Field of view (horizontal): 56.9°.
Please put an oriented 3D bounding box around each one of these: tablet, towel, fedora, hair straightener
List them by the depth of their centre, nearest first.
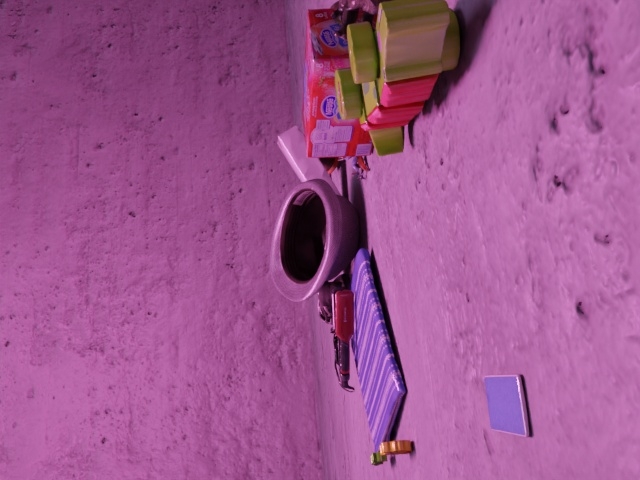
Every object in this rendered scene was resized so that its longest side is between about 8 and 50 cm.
[{"bbox_3d":[0.174,0.154,0.557,0.083,0.006,0.054,114,152,-75],"label":"tablet"},{"bbox_3d":[0.105,0.209,1.152,0.243,0.040,0.335,95,168,-45],"label":"towel"},{"bbox_3d":[0.051,0.210,1.258,0.089,0.047,0.230,-145,48,-79],"label":"hair straightener"},{"bbox_3d":[0.000,0.000,1.334,0.244,0.125,0.275,21,103,53],"label":"fedora"}]

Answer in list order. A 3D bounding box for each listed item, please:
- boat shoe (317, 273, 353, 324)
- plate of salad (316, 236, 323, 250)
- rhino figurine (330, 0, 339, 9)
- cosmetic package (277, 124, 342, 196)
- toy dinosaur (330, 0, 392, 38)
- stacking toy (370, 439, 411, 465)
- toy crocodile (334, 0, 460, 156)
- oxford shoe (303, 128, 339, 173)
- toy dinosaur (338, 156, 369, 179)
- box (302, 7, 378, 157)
[{"bbox_3d":[0.026,0.153,1.516,0.335,0.096,0.112,107,159,-72],"label":"boat shoe"},{"bbox_3d":[0.006,0.042,1.511,0.199,0.048,0.199,-55,-23,-38],"label":"plate of salad"},{"bbox_3d":[0.045,-0.381,1.175,0.243,0.073,0.106,105,157,-76],"label":"rhino figurine"},{"bbox_3d":[-0.022,-0.165,1.477,0.238,0.061,0.099,58,173,-2],"label":"cosmetic package"},{"bbox_3d":[0.074,-0.378,0.851,0.313,0.121,0.160,-93,18,-56],"label":"toy dinosaur"},{"bbox_3d":[0.125,0.436,0.994,0.221,0.052,0.166,95,172,-63],"label":"stacking toy"},{"bbox_3d":[0.087,-0.185,0.702,0.340,0.115,0.105,122,139,-83],"label":"toy crocodile"},{"bbox_3d":[0.003,-0.267,1.494,0.271,0.099,0.096,96,169,-56],"label":"oxford shoe"},{"bbox_3d":[0.081,-0.166,1.204,0.090,0.047,0.082,-13,68,50],"label":"toy dinosaur"},{"bbox_3d":[0.037,-0.269,1.042,0.256,0.128,0.122,96,168,-61],"label":"box"}]
